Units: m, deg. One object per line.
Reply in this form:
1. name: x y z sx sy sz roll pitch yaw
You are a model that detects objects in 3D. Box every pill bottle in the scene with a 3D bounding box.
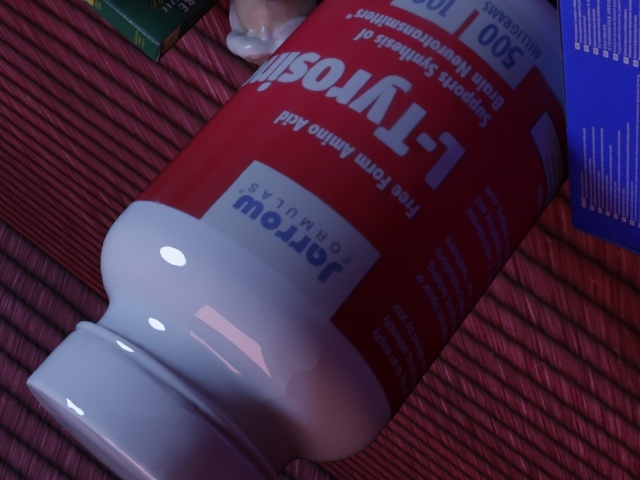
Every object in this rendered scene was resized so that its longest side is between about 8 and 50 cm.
1. pill bottle: 0.000 0.000 0.682 0.229 0.408 0.229 33 158 16

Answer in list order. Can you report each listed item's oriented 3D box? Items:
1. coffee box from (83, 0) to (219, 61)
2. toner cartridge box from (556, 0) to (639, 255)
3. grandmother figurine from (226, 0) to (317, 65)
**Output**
1. coffee box: -0.180 -0.259 0.878 0.184 0.113 0.040 39 157 -1
2. toner cartridge box: 0.226 -0.107 0.557 0.165 0.075 0.348 27 155 32
3. grandmother figurine: -0.061 -0.256 0.723 0.208 0.104 0.342 59 175 35
